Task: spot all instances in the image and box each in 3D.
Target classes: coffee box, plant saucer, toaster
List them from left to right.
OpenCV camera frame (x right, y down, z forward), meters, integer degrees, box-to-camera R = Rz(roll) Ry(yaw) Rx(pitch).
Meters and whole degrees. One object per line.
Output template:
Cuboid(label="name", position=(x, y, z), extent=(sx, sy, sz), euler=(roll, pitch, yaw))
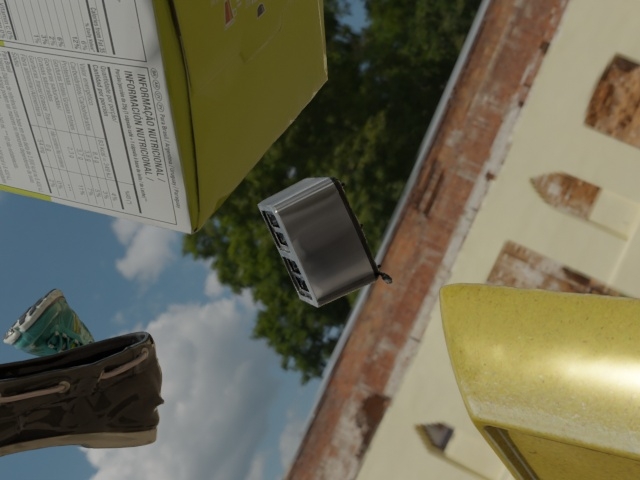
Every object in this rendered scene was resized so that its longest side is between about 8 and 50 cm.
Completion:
Cuboid(label="coffee box", position=(-0.211, -0.260, 0.978), extent=(0.337, 0.335, 0.338), euler=(-56, -29, -45))
Cuboid(label="toaster", position=(0.000, 0.000, 1.373), extent=(0.110, 0.168, 0.186), euler=(-27, 10, -12))
Cuboid(label="plant saucer", position=(0.255, 0.176, 0.622), extent=(0.081, 0.333, 0.332), euler=(-53, -58, -25))

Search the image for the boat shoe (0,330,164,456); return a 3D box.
Cuboid(label="boat shoe", position=(-0.250, 0.115, 0.719), extent=(0.335, 0.112, 0.095), euler=(9, -97, -57))

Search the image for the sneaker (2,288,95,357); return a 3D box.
Cuboid(label="sneaker", position=(-0.398, 0.149, 1.454), extent=(0.107, 0.110, 0.275), euler=(-45, -9, -6))
